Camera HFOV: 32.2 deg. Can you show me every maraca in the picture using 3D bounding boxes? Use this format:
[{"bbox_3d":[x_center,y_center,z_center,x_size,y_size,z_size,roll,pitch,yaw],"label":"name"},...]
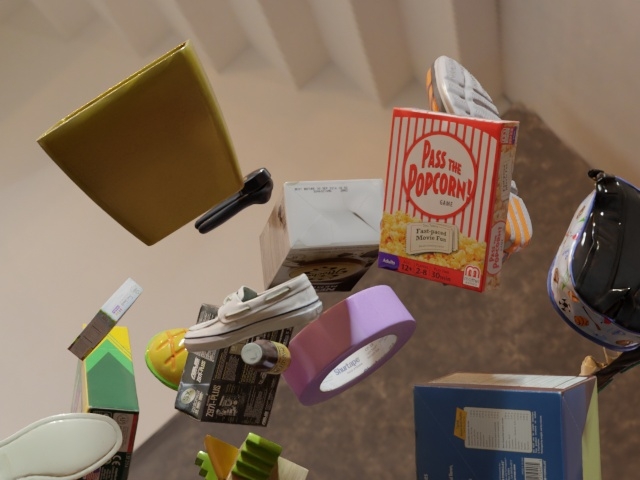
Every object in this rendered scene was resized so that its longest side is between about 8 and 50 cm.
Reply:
[{"bbox_3d":[-0.218,0.220,1.946,0.185,0.127,0.099,24,-42,0],"label":"maraca"}]

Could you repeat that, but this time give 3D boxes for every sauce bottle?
[{"bbox_3d":[-0.067,0.142,1.349,0.042,0.042,0.128,47,4,13],"label":"sauce bottle"}]

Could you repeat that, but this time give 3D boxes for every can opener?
[{"bbox_3d":[-0.173,-0.075,2.223,0.073,0.186,0.059,55,-2,-22],"label":"can opener"}]

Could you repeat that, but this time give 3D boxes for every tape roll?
[{"bbox_3d":[0.051,0.206,2.160,0.090,0.275,0.275,55,-3,20],"label":"tape roll"}]

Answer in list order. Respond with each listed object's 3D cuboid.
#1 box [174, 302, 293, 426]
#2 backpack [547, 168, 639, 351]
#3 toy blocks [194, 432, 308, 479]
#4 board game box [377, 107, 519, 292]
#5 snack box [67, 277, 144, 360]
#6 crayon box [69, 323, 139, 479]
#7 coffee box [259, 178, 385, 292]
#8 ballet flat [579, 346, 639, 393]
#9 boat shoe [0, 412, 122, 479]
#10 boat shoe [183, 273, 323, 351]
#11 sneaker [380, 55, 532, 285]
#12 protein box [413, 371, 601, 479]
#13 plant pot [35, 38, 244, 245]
[{"bbox_3d":[-0.141,0.206,1.814,0.147,0.180,0.077,13,2,-43],"label":"box"},{"bbox_3d":[0.527,0.056,1.959,0.276,0.263,0.213,31,-32,6],"label":"backpack"},{"bbox_3d":[-0.134,0.446,1.534,0.190,0.261,0.381,25,-26,-1],"label":"toy blocks"},{"bbox_3d":[0.145,-0.050,1.282,0.146,0.193,0.045,12,12,36],"label":"board game box"},{"bbox_3d":[-0.355,0.129,1.839,0.037,0.100,0.141,41,21,-5],"label":"snack box"},{"bbox_3d":[-0.441,0.399,2.198,0.106,0.363,0.313,7,23,-16],"label":"crayon box"},{"bbox_3d":[0.000,0.000,1.899,0.297,0.168,0.119,121,-36,-70],"label":"coffee box"},{"bbox_3d":[0.524,0.226,2.019,0.074,0.203,0.074,53,7,-9],"label":"ballet flat"},{"bbox_3d":[-0.473,0.358,1.796,0.091,0.305,0.109,134,-63,-70],"label":"boat shoe"},{"bbox_3d":[-0.107,0.103,1.653,0.083,0.226,0.076,-46,118,-74],"label":"boat shoe"},{"bbox_3d":[0.150,-0.086,1.453,0.124,0.180,0.321,25,43,-37],"label":"sneaker"},{"bbox_3d":[0.240,0.277,1.422,0.201,0.200,0.136,-2,1,33],"label":"protein box"},{"bbox_3d":[-0.206,-0.117,1.409,0.187,0.212,0.212,58,1,-13],"label":"plant pot"}]
